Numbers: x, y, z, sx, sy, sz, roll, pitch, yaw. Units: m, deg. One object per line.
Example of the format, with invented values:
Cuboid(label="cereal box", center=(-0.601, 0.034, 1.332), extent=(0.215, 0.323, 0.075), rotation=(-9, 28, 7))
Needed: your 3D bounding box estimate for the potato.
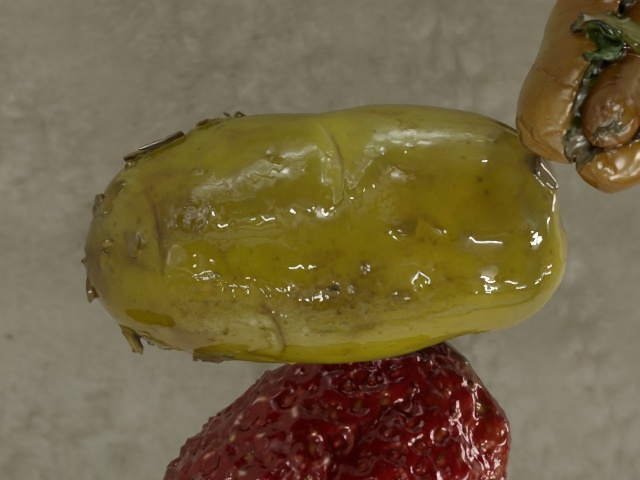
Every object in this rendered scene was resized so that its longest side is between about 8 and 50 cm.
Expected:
Cuboid(label="potato", center=(0.000, 0.000, 0.896), extent=(0.173, 0.300, 0.140), rotation=(71, 18, -46))

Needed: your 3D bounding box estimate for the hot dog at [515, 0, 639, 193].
Cuboid(label="hot dog", center=(0.182, -0.111, 0.827), extent=(0.109, 0.072, 0.269), rotation=(29, 39, 4))

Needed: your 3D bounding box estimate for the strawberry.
Cuboid(label="strawberry", center=(0.023, 0.195, 1.063), extent=(0.257, 0.257, 0.277), rotation=(35, 94, -34))
